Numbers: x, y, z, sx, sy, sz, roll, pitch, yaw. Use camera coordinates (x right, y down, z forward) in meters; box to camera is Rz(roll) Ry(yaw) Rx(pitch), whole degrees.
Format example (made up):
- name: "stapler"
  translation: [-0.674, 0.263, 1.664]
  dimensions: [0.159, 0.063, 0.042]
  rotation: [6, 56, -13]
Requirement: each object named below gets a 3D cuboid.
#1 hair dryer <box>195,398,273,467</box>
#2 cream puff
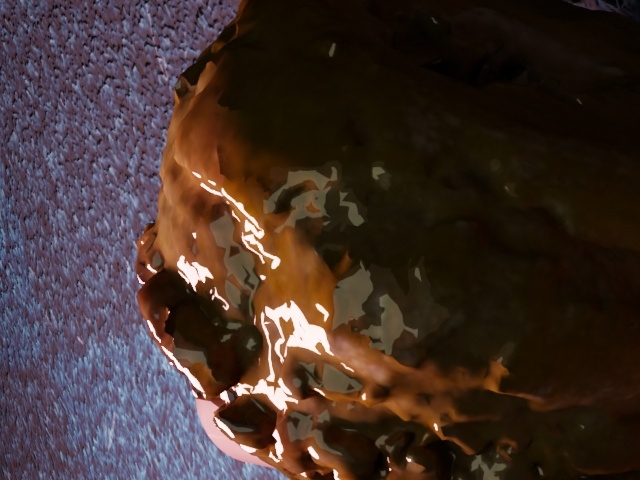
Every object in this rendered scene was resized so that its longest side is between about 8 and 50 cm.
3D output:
- name: "hair dryer"
  translation: [0.000, 0.000, 0.924]
  dimensions: [0.210, 0.125, 0.352]
  rotation: [-4, 88, 56]
- name: "cream puff"
  translation: [0.069, 0.003, 0.612]
  dimensions: [0.343, 0.327, 0.231]
  rotation: [-119, 37, -56]
